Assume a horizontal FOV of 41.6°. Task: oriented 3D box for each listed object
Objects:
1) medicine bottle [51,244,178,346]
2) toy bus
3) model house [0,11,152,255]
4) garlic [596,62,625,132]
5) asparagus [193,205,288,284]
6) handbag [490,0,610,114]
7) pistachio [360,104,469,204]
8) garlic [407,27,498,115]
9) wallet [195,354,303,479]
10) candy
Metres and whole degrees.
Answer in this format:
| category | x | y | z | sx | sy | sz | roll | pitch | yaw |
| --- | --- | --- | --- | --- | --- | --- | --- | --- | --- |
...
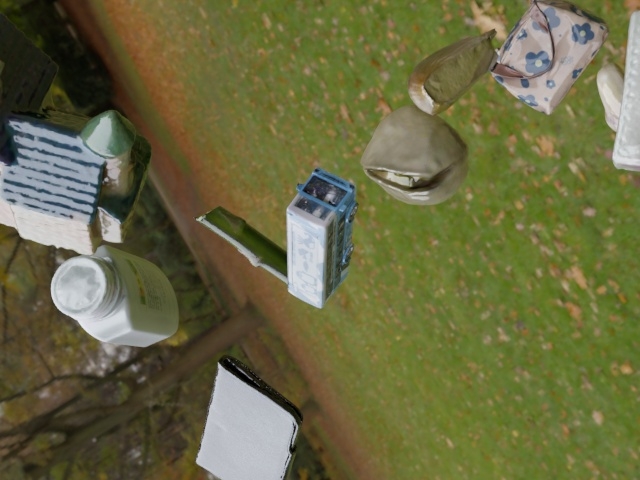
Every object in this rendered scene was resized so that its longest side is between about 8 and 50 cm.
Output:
| category | x | y | z | sx | sy | sz | roll | pitch | yaw |
| --- | --- | --- | --- | --- | --- | --- | --- | --- | --- |
| medicine bottle | -0.390 | 0.108 | 1.629 | 0.324 | 0.124 | 0.179 | 44 | -155 | -76 |
| toy bus | 0.000 | 0.000 | 1.677 | 0.106 | 0.131 | 0.297 | 27 | 148 | 17 |
| model house | -0.408 | -0.161 | 1.222 | 0.280 | 0.312 | 0.245 | 106 | 179 | -57 |
| garlic | 0.817 | -0.372 | 2.289 | 0.217 | 0.110 | 0.228 | 52 | -158 | -26 |
| asparagus | -0.145 | 0.005 | 1.773 | 0.277 | 0.067 | 0.060 | 39 | -166 | -32 |
| handbag | 0.538 | -0.459 | 2.020 | 0.193 | 0.252 | 0.190 | 28 | -149 | -6 |
| pistachio | 0.202 | -0.173 | 1.786 | 0.332 | 0.226 | 0.208 | -110 | 10 | -65 |
| garlic | 0.206 | -0.263 | 1.346 | 0.087 | 0.195 | 0.101 | 57 | 152 | -10 |
| wallet | -0.118 | 0.324 | 1.391 | 0.172 | 0.045 | 0.318 | 31 | 138 | 14 |
| candy | 0.790 | -0.333 | 1.902 | 0.145 | 0.207 | 0.359 | 7 | -90 | -65 |
